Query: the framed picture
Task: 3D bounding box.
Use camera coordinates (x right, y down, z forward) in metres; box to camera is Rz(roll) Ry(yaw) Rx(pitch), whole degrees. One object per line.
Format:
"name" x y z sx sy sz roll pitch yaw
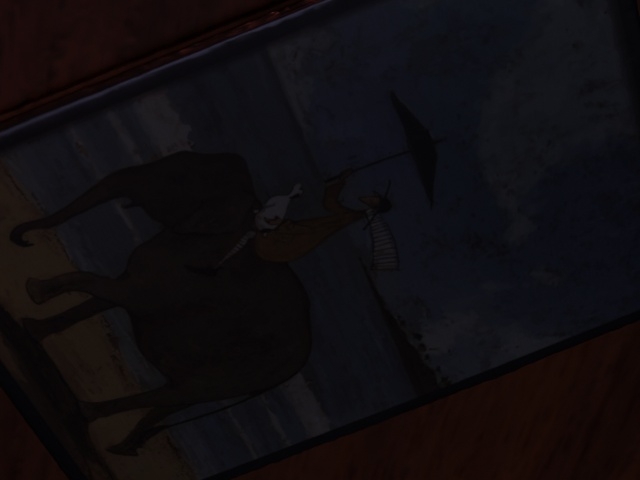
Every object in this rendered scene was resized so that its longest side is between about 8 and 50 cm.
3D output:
"framed picture" 0.000 0.000 0.675 0.347 0.016 0.265 -21 130 2
